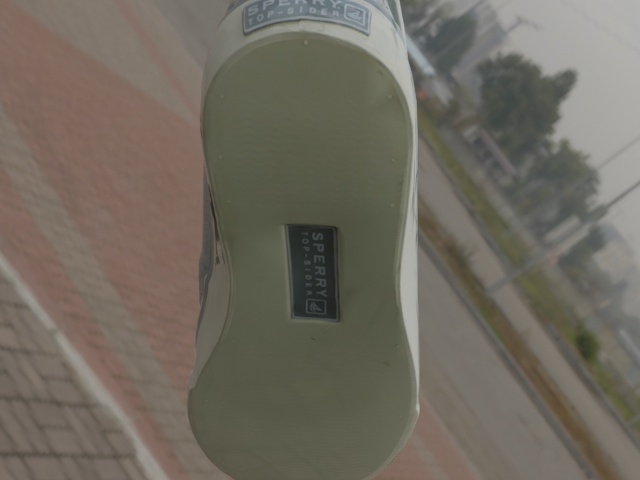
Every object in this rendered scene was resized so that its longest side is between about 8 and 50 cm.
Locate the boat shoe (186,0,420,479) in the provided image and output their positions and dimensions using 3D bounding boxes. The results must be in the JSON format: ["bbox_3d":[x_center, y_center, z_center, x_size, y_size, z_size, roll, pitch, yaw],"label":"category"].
[{"bbox_3d":[-0.001,0.000,0.422,0.227,0.079,0.081,94,3,-46],"label":"boat shoe"}]
